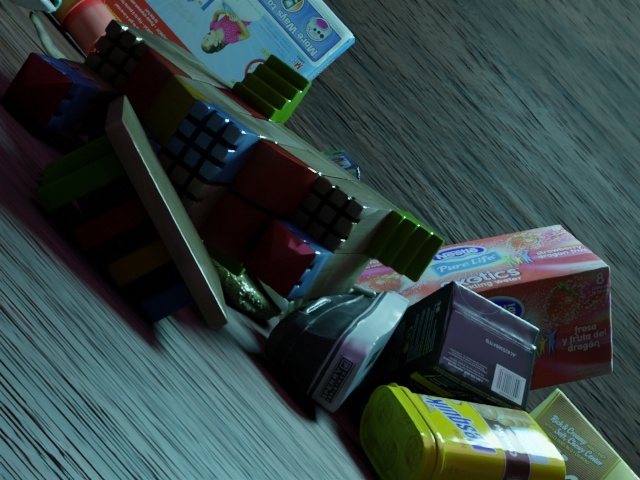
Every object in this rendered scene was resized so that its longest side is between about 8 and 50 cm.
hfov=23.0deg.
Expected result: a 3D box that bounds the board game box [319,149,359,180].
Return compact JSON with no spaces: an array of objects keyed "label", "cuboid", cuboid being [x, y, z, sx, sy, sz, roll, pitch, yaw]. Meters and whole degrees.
[{"label":"board game box","cuboid":[-0.065,-0.061,1.698,0.136,0.201,0.035,-122,-155,-76]}]

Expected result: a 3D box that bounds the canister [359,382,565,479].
[{"label":"canister","cuboid":[0.138,0.203,1.523,0.170,0.073,0.126,12,23,-28]}]

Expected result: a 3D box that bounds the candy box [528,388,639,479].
[{"label":"candy box","cuboid":[0.343,0.364,2.061,0.087,0.183,0.316,46,3,-44]}]

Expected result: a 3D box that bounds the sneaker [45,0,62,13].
[{"label":"sneaker","cuboid":[-0.392,-0.362,2.067,0.166,0.065,0.076,43,9,-43]}]

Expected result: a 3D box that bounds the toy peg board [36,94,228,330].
[{"label":"toy peg board","cuboid":[-0.141,-0.010,1.154,0.161,0.079,0.161,63,0,-13]}]

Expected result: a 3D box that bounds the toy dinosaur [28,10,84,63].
[{"label":"toy dinosaur","cuboid":[-0.225,-0.166,1.825,0.268,0.064,0.118,26,32,-24]}]

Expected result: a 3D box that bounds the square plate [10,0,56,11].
[{"label":"square plate","cuboid":[-0.475,-0.424,1.768,0.344,0.049,0.347,49,3,33]}]

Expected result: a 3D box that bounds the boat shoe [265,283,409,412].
[{"label":"boat shoe","cuboid":[0.008,0.091,1.547,0.105,0.113,0.306,32,14,6]}]

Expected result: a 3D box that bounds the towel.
[{"label":"towel","cuboid":[-0.092,0.033,1.589,0.110,0.027,0.148,50,2,15]}]

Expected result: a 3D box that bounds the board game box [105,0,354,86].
[{"label":"board game box","cuboid":[-0.162,-0.303,2.283,0.308,0.302,0.086,49,3,0]}]

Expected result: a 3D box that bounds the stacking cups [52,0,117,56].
[{"label":"stacking cups","cuboid":[-0.384,-0.391,2.203,0.316,0.096,0.096,49,3,14]}]

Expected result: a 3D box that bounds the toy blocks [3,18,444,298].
[{"label":"toy blocks","cuboid":[-0.096,-0.071,1.368,0.381,0.191,0.261,37,9,13]}]

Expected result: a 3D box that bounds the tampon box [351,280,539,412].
[{"label":"tampon box","cuboid":[0.131,0.136,1.665,0.120,0.101,0.161,28,-34,-20]}]

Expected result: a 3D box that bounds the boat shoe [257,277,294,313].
[{"label":"boat shoe","cuboid":[0.000,0.000,1.724,0.117,0.096,0.324,60,14,-3]}]

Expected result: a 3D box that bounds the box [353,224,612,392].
[{"label":"box","cuboid":[0.176,0.093,1.848,0.154,0.299,0.142,-126,-152,-65]}]
